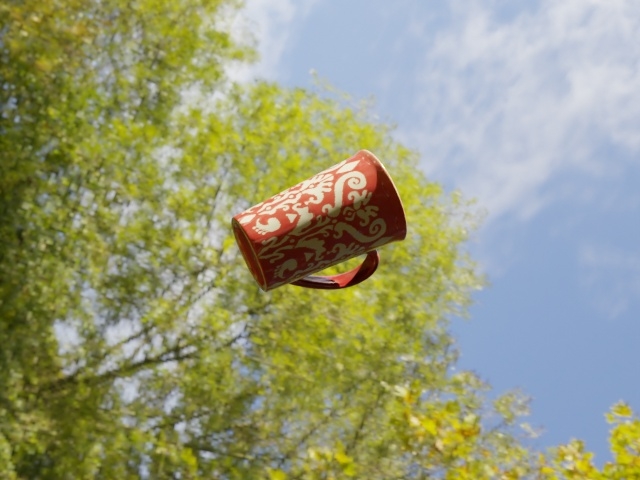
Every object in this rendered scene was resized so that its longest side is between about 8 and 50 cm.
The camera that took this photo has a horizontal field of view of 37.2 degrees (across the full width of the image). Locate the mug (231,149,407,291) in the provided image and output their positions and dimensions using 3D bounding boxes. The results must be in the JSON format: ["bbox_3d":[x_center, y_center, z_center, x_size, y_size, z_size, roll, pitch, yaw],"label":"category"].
[{"bbox_3d":[0.002,-0.001,1.062,0.150,0.169,0.113,69,-14,-12],"label":"mug"}]
